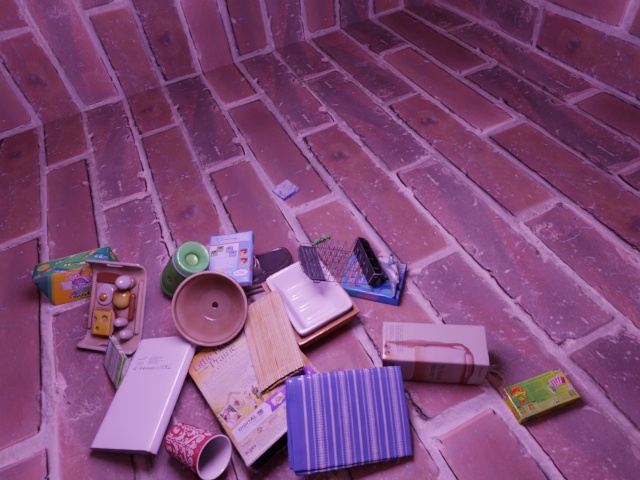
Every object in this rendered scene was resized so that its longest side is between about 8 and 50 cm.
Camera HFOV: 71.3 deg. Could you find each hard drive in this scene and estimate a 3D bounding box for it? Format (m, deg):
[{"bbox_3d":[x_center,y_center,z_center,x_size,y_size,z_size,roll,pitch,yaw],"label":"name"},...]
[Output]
[{"bbox_3d":[-0.532,0.465,1.375,0.232,0.047,0.353,-10,45,24],"label":"hard drive"}]

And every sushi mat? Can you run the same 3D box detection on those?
[{"bbox_3d":[-0.154,0.297,1.372,0.151,0.019,0.317,-32,44,5],"label":"sushi mat"}]

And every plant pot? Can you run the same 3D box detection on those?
[{"bbox_3d":[-0.350,0.215,1.448,0.236,0.110,0.238,0,87,-3],"label":"plant pot"}]

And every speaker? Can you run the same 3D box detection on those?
[{"bbox_3d":[-0.476,0.108,1.555,0.131,0.296,0.131,13,62,-25],"label":"speaker"}]

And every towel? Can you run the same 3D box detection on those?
[{"bbox_3d":[0.074,0.478,1.204,0.335,0.040,0.244,-2,75,-13],"label":"towel"},{"bbox_3d":[-0.667,0.392,1.452,0.023,0.113,0.152,7,13,-43],"label":"towel"}]

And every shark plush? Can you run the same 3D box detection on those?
[{"bbox_3d":[0.242,0.126,1.550,0.067,0.073,0.162,-19,67,17],"label":"shark plush"}]

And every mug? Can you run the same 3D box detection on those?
[{"bbox_3d":[-0.347,0.585,1.218,0.169,0.113,0.151,2,69,39],"label":"mug"}]

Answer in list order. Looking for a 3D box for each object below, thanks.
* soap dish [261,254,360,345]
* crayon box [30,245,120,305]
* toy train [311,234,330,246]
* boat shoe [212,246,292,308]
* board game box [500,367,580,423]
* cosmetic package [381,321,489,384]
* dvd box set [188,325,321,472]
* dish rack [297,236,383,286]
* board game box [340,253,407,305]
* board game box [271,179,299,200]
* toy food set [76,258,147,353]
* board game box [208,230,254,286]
[{"bbox_3d":[-0.037,0.206,1.521,0.228,0.118,0.291,-27,50,-15],"label":"soap dish"},{"bbox_3d":[-0.901,0.134,1.685,0.278,0.166,0.081,-15,48,-5],"label":"crayon box"},{"bbox_3d":[0.000,0.000,1.768,0.083,0.017,0.024,-24,40,-12],"label":"toy train"},{"bbox_3d":[-0.261,0.119,1.624,0.355,0.130,0.132,-31,51,-18],"label":"boat shoe"},{"bbox_3d":[0.620,0.439,1.262,0.181,0.043,0.092,-17,48,-7],"label":"board game box"},{"bbox_3d":[0.332,0.336,1.328,0.295,0.153,0.129,-1,50,10],"label":"cosmetic package"},{"bbox_3d":[-0.191,0.419,1.344,0.307,0.062,0.420,-38,47,-17],"label":"dvd box set"},{"bbox_3d":[0.059,0.066,1.530,0.271,0.074,0.208,6,34,-20],"label":"dish rack"},{"bbox_3d":[0.191,0.137,1.595,0.210,0.047,0.160,11,51,17],"label":"board game box"},{"bbox_3d":[-0.156,-0.225,1.991,0.090,0.020,0.090,-36,53,-21],"label":"board game box"},{"bbox_3d":[-0.731,0.226,1.544,0.219,0.092,0.307,4,86,12],"label":"toy food set"},{"bbox_3d":[-0.316,0.070,1.568,0.159,0.039,0.212,-7,53,7],"label":"board game box"}]
